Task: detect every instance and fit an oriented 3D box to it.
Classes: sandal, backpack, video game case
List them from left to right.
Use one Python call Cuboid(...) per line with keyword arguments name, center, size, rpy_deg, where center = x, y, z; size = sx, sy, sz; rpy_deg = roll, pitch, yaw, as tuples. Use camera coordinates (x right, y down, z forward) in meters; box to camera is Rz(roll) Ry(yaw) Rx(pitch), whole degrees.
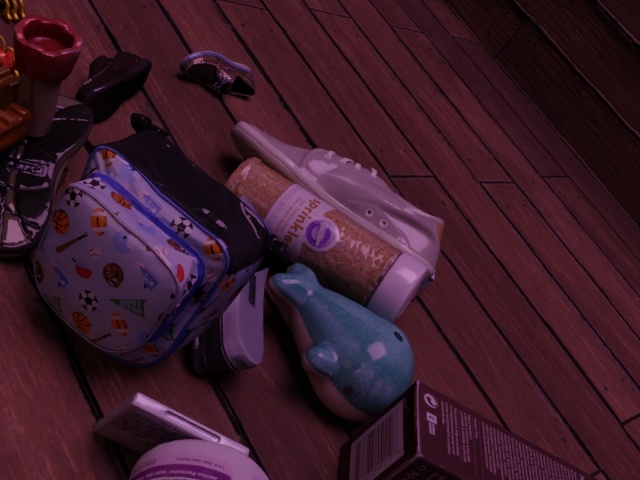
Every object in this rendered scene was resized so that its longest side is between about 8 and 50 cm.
Cuboid(name="sandal", center=(-0.414, -0.097, 1.160), size=(0.120, 0.086, 0.302), rpy_deg=(19, 53, -11))
Cuboid(name="backpack", center=(-0.224, 0.030, 1.037), size=(0.276, 0.263, 0.213), rpy_deg=(43, 38, 13))
Cuboid(name="video game case", center=(-0.176, 0.231, 0.951), size=(0.143, 0.157, 0.019), rpy_deg=(31, 55, -16))

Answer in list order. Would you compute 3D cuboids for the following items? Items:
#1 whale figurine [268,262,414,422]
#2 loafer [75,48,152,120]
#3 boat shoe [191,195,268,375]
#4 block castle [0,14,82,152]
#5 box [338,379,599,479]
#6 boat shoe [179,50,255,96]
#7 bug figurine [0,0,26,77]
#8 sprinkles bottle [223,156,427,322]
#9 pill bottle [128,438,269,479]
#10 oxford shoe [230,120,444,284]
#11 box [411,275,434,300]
Cuboid(name="whale figurine", center=(0.038, 0.141, 1.257), size=(0.272, 0.141, 0.216), rpy_deg=(55, 25, 4))
Cuboid(name="loafer", center=(-0.372, -0.273, 1.421), size=(0.078, 0.080, 0.220), rpy_deg=(29, 28, -1))
Cuboid(name="boat shoe", center=(-0.142, 0.064, 1.224), size=(0.113, 0.105, 0.306), rpy_deg=(54, 26, -49))
Cuboid(name="block castle", center=(-0.531, -0.199, 0.953), size=(0.303, 0.212, 0.453), rpy_deg=(33, 40, 5))
Cuboid(name="box", center=(0.230, 0.376, 1.169), size=(0.382, 0.191, 0.143), rpy_deg=(29, 35, -17))
Cuboid(name="boat shoe", center=(-0.200, -0.333, 1.666), size=(0.183, 0.066, 0.066), rpy_deg=(0, 52, -46))
Cuboid(name="bug figurine", center=(-0.532, -0.371, 1.361), size=(0.279, 0.072, 0.216), rpy_deg=(45, 33, 6))
Cuboid(name="sprinkles bottle", center=(0.000, 0.000, 1.368), size=(0.355, 0.121, 0.121), rpy_deg=(33, 31, 10))
Cuboid(name="pill bottle", center=(-0.147, 0.363, 0.811), size=(0.169, 0.169, 0.301), rpy_deg=(32, 34, -14))
Cuboid(name="oxford shoe", center=(0.035, -0.090, 1.485), size=(0.449, 0.130, 0.169), rpy_deg=(34, -10, 10))
Cuboid(name="box", center=(0.159, 0.027, 1.610), size=(0.126, 0.072, 0.137), rpy_deg=(35, 33, -10))
